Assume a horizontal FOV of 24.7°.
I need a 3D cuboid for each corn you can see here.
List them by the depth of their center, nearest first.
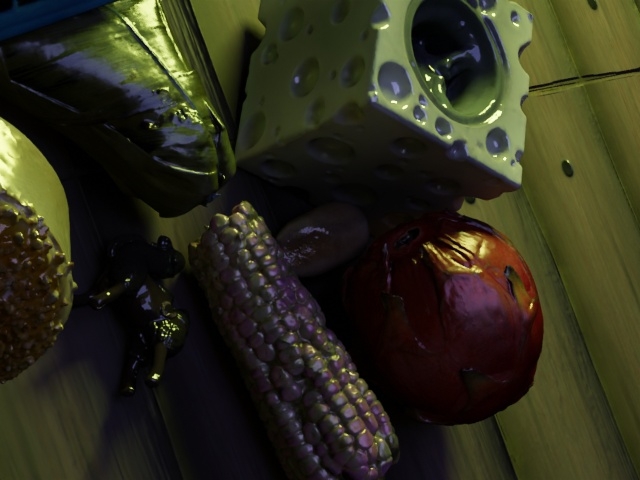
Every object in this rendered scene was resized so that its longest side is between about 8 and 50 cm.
[{"bbox_3d":[-0.034,0.122,1.551,0.127,0.127,0.335,-32,93,-48],"label":"corn"}]

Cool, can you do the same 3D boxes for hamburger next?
[{"bbox_3d":[-0.343,0.013,1.178,0.302,0.302,0.170,38,39,-27],"label":"hamburger"}]

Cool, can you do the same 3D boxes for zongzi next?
[{"bbox_3d":[-0.232,-0.120,1.464,0.274,0.125,0.250,-22,79,-44],"label":"zongzi"}]

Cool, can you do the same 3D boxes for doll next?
[{"bbox_3d":[-0.179,0.062,1.482,0.139,0.057,0.165,54,38,-7],"label":"doll"}]

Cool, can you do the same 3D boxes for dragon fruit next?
[{"bbox_3d":[0.144,0.091,1.667,0.241,0.241,0.252,-25,122,-48],"label":"dragon fruit"}]

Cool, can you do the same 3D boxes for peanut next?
[{"bbox_3d":[0.000,0.000,1.677,0.152,0.076,0.076,-23,88,-48],"label":"peanut"}]

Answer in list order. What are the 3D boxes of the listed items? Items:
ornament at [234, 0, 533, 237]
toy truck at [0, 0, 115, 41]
[{"bbox_3d":[0.076,-0.177,1.698,0.239,0.240,0.239,27,59,-35],"label":"ornament"},{"bbox_3d":[-0.330,-0.276,1.360,0.161,0.162,0.385,32,43,30],"label":"toy truck"}]
